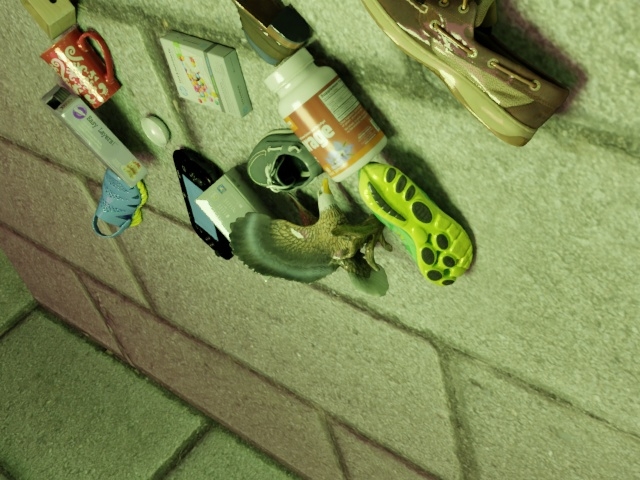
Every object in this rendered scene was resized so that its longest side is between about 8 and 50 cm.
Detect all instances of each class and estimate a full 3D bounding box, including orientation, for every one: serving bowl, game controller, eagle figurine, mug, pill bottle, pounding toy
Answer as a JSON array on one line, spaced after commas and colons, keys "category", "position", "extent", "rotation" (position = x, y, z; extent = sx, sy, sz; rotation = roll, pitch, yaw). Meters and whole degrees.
[{"category": "serving bowl", "position": [-0.392, -0.266, 1.925], "extent": [0.083, 0.027, 0.083], "rotation": [33, 150, 22]}, {"category": "game controller", "position": [-0.287, -0.086, 1.984], "extent": [0.166, 0.067, 0.319], "rotation": [30, 147, 26]}, {"category": "eagle figurine", "position": [0.001, -0.011, 1.581], "extent": [0.298, 0.225, 0.226], "rotation": [-9, 146, 43]}, {"category": "mug", "position": [-0.552, -0.401, 1.876], "extent": [0.169, 0.113, 0.150], "rotation": [53, 153, -20]}, {"category": "pill bottle", "position": [0.005, -0.217, 1.373], "extent": [0.216, 0.121, 0.121], "rotation": [50, 151, -9]}, {"category": "pounding toy", "position": [-0.610, -0.550, 1.791], "extent": [0.141, 0.100, 0.130], "rotation": [52, 165, -7]}]

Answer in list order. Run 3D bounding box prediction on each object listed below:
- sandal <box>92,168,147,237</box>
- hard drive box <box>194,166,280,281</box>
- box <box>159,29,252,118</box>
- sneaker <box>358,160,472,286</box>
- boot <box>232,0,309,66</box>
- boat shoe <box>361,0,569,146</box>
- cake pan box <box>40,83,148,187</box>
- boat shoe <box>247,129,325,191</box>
[{"category": "sandal", "position": [-0.580, -0.101, 2.277], "extent": [0.126, 0.138, 0.317], "rotation": [41, 150, 12]}, {"category": "hard drive box", "position": [-0.156, -0.041, 1.761], "extent": [0.232, 0.089, 0.181], "rotation": [49, -172, -7]}, {"category": "box", "position": [-0.230, -0.335, 1.614], "extent": [0.186, 0.038, 0.145], "rotation": [26, 146, 33]}, {"category": "sneaker", "position": [0.172, -0.039, 1.434], "extent": [0.295, 0.109, 0.123], "rotation": [49, -172, -26]}, {"category": "boot", "position": [-0.125, -0.389, 1.361], "extent": [0.219, 0.082, 0.106], "rotation": [45, 149, -4]}, {"category": "boat shoe", "position": [0.190, -0.283, 1.079], "extent": [0.342, 0.123, 0.123], "rotation": [47, 122, 7]}, {"category": "cake pan box", "position": [-0.573, -0.268, 2.011], "extent": [0.267, 0.070, 0.246], "rotation": [50, 168, -32]}, {"category": "boat shoe", "position": [-0.073, -0.151, 1.584], "extent": [0.319, 0.099, 0.116], "rotation": [-8, 122, 56]}]
